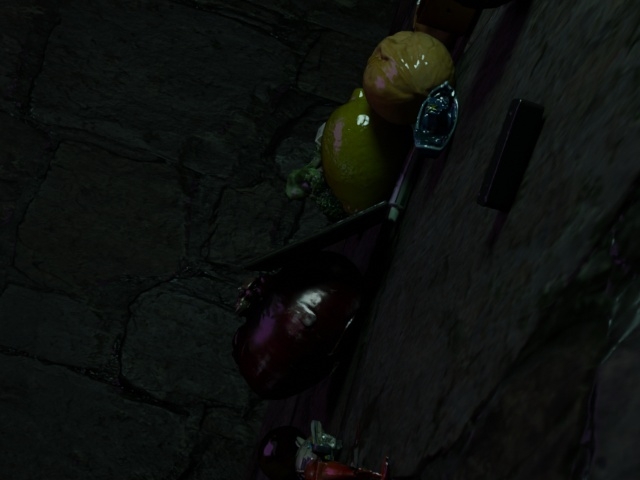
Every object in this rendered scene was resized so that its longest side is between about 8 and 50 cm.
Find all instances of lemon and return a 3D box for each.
[{"bbox_3d":[0.089,-0.161,1.452,0.184,0.184,0.248,-95,7,-81],"label":"lemon"}]

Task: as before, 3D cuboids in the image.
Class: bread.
[{"bbox_3d":[0.232,-0.448,1.510,0.173,0.085,0.134,-82,12,-74],"label":"bread"}]

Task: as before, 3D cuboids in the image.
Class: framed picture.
[{"bbox_3d":[0.000,0.000,1.431,0.347,0.265,0.016,58,-171,-85],"label":"framed picture"}]

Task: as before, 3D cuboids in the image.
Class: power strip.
[{"bbox_3d":[0.186,-0.083,0.752,0.038,0.029,0.111,-93,20,-79],"label":"power strip"}]

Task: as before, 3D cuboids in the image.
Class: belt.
[{"bbox_3d":[0.250,-0.491,1.332,0.184,0.105,0.261,-78,7,-77],"label":"belt"}]

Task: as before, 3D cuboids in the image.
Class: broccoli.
[{"bbox_3d":[0.034,-0.139,1.902,0.269,0.241,0.261,-21,-65,-57],"label":"broccoli"}]

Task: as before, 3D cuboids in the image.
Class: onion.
[{"bbox_3d":[-0.047,0.144,1.444,0.314,0.232,0.314,-50,-1,-2],"label":"onion"}]

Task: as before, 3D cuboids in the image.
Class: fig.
[{"bbox_3d":[-0.079,0.426,1.499,0.109,0.103,0.155,-43,-9,-45],"label":"fig"}]

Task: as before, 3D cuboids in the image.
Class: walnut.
[{"bbox_3d":[0.150,-0.275,1.312,0.207,0.159,0.159,-97,26,-68],"label":"walnut"}]

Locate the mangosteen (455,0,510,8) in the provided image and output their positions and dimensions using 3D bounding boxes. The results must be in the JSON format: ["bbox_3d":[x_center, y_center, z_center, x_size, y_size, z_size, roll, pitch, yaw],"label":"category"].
[{"bbox_3d":[0.218,-0.388,0.978,0.180,0.166,0.166,-46,8,8],"label":"mangosteen"}]

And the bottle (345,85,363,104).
[{"bbox_3d":[0.116,-0.239,1.703,0.336,0.144,0.144,-79,9,-64],"label":"bottle"}]

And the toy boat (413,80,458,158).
[{"bbox_3d":[0.177,-0.186,1.168,0.061,0.060,0.137,82,-154,-52],"label":"toy boat"}]

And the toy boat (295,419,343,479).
[{"bbox_3d":[-0.006,0.342,1.131,0.210,0.066,0.084,-93,21,-79],"label":"toy boat"}]

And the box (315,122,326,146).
[{"bbox_3d":[0.070,-0.178,1.732,0.029,0.198,0.109,-43,14,19],"label":"box"}]

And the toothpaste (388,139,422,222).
[{"bbox_3d":[0.160,-0.128,1.368,0.049,0.031,0.204,159,131,-81],"label":"toothpaste"}]

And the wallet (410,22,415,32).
[{"bbox_3d":[0.216,-0.415,1.935,0.165,0.042,0.309,-82,11,-63],"label":"wallet"}]

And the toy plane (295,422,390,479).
[{"bbox_3d":[0.025,0.291,0.928,0.194,0.077,0.126,-167,88,-77],"label":"toy plane"}]
